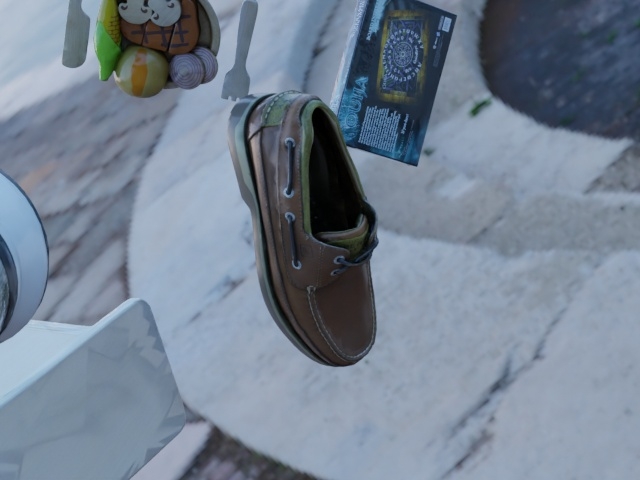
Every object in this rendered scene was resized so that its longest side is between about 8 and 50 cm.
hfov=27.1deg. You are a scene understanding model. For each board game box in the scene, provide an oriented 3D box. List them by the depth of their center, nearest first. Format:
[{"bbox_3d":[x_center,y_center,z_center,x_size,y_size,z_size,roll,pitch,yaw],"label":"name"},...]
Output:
[{"bbox_3d":[0.080,-0.190,1.533,0.026,0.126,0.186,15,90,60],"label":"board game box"}]

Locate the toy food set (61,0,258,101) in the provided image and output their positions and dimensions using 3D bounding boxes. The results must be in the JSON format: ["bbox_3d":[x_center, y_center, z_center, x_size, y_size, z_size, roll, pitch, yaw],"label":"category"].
[{"bbox_3d":[-0.161,-0.198,1.305,0.038,0.192,0.132,-80,2,-58],"label":"toy food set"}]

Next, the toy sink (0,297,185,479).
[{"bbox_3d":[-0.261,0.165,1.235,0.131,0.152,0.234,4,30,35],"label":"toy sink"}]

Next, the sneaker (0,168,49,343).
[{"bbox_3d":[-0.388,-0.002,0.675,0.257,0.448,0.169,-70,-7,-69],"label":"sneaker"}]

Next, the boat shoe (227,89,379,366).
[{"bbox_3d":[0.000,0.000,1.309,0.104,0.307,0.111,5,35,44],"label":"boat shoe"}]
